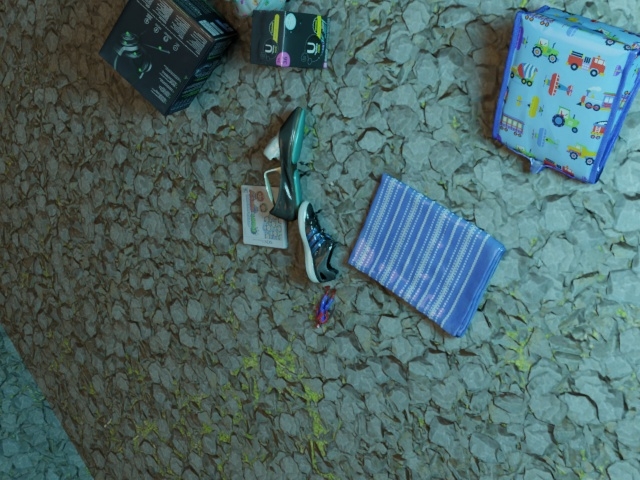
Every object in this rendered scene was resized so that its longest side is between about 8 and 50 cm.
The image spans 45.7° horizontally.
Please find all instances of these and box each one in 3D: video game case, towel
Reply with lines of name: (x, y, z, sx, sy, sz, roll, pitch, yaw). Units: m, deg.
video game case: (-0.146, -0.063, 1.960, 0.143, 0.019, 0.157, 6, 102, 38)
towel: (0.222, 0.033, 1.671, 0.336, 0.040, 0.243, 35, 118, 29)

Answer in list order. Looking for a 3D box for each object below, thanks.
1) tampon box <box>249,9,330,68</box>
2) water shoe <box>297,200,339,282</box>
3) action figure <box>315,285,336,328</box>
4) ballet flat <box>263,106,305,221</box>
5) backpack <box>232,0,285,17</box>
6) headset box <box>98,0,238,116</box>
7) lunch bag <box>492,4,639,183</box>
tampon box: (-0.069, -0.457, 1.729, 0.101, 0.161, 0.120, 15, 109, 36)
water shoe: (0.000, 0.000, 1.836, 0.080, 0.073, 0.203, -7, 99, 18)
action figure: (0.008, 0.169, 1.878, 0.038, 0.030, 0.115, 29, 118, 26)
ballet flat: (-0.089, -0.182, 1.831, 0.096, 0.095, 0.280, 4, 102, 7)
backpack: (-0.163, -0.620, 1.782, 0.166, 0.144, 0.188, -30, 85, 49)
headset box: (-0.397, -0.497, 1.953, 0.246, 0.131, 0.283, 43, 120, 2)
lunch bag: (0.442, -0.251, 1.395, 0.221, 0.138, 0.293, 30, 125, 28)
